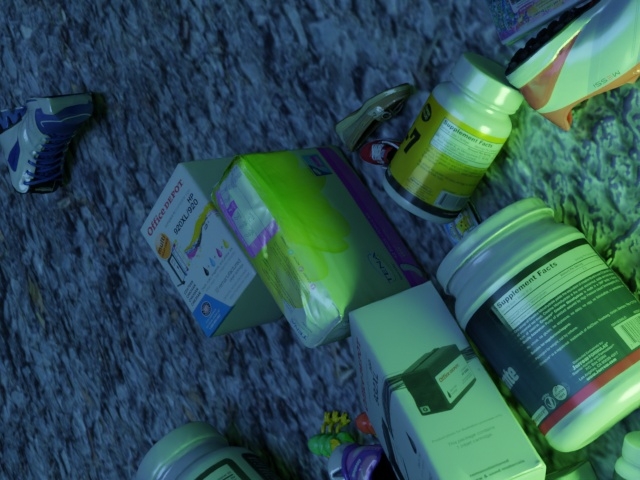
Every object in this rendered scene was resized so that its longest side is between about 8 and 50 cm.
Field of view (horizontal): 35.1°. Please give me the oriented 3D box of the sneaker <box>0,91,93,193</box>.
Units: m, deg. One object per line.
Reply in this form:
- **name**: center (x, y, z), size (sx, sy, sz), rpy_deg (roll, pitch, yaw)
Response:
- **sneaker**: center (-0.539, -0.187, 2.000), size (0.316, 0.127, 0.182), rpy_deg (-6, 97, 49)

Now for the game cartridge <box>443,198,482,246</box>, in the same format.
- **game cartridge**: center (0.201, -0.020, 1.422), size (0.056, 0.017, 0.083), rpy_deg (-39, 71, 43)

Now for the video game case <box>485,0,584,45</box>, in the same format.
- **video game case**: center (0.273, -0.350, 1.297), size (0.157, 0.019, 0.143), rpy_deg (-26, 80, 41)

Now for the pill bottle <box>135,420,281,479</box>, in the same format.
- **pill bottle**: center (-0.135, 0.475, 1.678), size (0.363, 0.210, 0.210), rpy_deg (38, 121, 35)

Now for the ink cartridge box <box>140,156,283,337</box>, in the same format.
- **ink cartridge box**: center (-0.143, 0.004, 1.632), size (0.232, 0.168, 0.171), rpy_deg (54, 129, 22)

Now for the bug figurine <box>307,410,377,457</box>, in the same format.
- **bug figurine**: center (0.074, 0.375, 1.568), size (0.216, 0.072, 0.278), rpy_deg (-10, 91, 43)

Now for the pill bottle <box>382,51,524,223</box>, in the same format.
- **pill bottle**: center (0.179, -0.136, 1.346), size (0.119, 0.119, 0.208), rpy_deg (44, 118, 28)

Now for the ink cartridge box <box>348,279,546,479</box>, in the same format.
- **ink cartridge box**: center (0.156, 0.244, 1.315), size (0.223, 0.129, 0.307), rpy_deg (81, 166, -48)

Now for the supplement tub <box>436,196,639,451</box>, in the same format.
- **supplement tub**: center (0.288, 0.102, 1.245), size (0.272, 0.191, 0.191), rpy_deg (54, 128, 21)

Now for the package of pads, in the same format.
- **package of pads**: center (0.000, 0.000, 1.462), size (0.101, 0.229, 0.296), rpy_deg (-49, 66, 36)

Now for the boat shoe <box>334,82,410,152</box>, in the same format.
- **boat shoe**: center (0.082, -0.180, 1.478), size (0.153, 0.056, 0.048), rpy_deg (-31, 86, 42)

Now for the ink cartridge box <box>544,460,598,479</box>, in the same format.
- **ink cartridge box**: center (0.330, 0.399, 1.340), size (0.127, 0.072, 0.175), rpy_deg (-36, 74, 41)

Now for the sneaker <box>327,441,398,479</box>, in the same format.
- **sneaker**: center (0.102, 0.390, 1.441), size (0.105, 0.095, 0.236), rpy_deg (-30, 84, 41)

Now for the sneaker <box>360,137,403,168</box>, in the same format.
- **sneaker**: center (0.091, -0.126, 1.467), size (0.118, 0.067, 0.042), rpy_deg (4, 99, 42)

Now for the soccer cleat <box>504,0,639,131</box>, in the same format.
- **soccer cleat**: center (0.369, -0.254, 1.187), size (0.318, 0.108, 0.116), rpy_deg (-36, 100, 33)

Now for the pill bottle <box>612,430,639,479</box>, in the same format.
- **pill bottle**: center (0.401, 0.313, 1.257), size (0.078, 0.078, 0.137), rpy_deg (16, 108, 39)
